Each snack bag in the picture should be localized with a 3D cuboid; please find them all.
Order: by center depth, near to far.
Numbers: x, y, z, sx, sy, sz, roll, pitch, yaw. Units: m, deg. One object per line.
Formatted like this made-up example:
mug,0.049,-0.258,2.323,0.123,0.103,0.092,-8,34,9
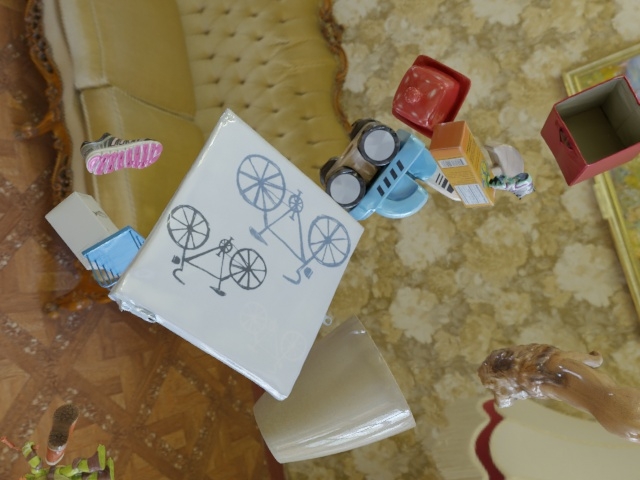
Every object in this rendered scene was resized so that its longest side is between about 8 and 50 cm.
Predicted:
snack bag,-0.096,0.028,0.849,0.323,0.037,0.343,39,60,-28

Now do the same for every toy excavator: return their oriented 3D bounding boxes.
toy excavator,0.277,-0.183,1.581,0.445,0.433,0.222,36,10,-15

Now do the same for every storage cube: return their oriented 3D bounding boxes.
storage cube,0.713,-0.279,1.471,0.193,0.215,0.184,43,24,-74

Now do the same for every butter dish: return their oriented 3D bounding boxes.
butter dish,0.229,-0.325,1.276,0.160,0.160,0.118,38,28,27

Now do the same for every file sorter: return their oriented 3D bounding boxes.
file sorter,-0.435,0.062,1.290,0.104,0.118,0.170,57,-6,19

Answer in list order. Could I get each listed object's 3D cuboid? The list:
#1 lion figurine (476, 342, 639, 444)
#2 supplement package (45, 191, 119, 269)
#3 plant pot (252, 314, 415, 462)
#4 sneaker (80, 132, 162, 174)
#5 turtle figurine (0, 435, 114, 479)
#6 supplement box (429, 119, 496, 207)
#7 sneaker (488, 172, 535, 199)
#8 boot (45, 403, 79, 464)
lion figurine,0.490,0.276,1.018,0.240,0.392,0.142,8,88,-26
supplement package,-0.608,-0.024,1.483,0.179,0.105,0.105,50,0,1
plant pot,0.011,0.330,1.157,0.256,0.274,0.256,61,-4,8
sneaker,-0.394,-0.180,1.110,0.075,0.063,0.170,42,40,23
turtle figurine,-0.604,0.536,1.299,0.087,0.217,0.270,-112,-169,-61
supplement box,0.327,-0.166,1.273,0.233,0.080,0.078,44,54,-46
sneaker,0.431,-0.115,1.265,0.069,0.098,0.038,49,58,-36
boot,-0.656,0.486,1.424,0.059,0.085,0.158,16,25,-13
